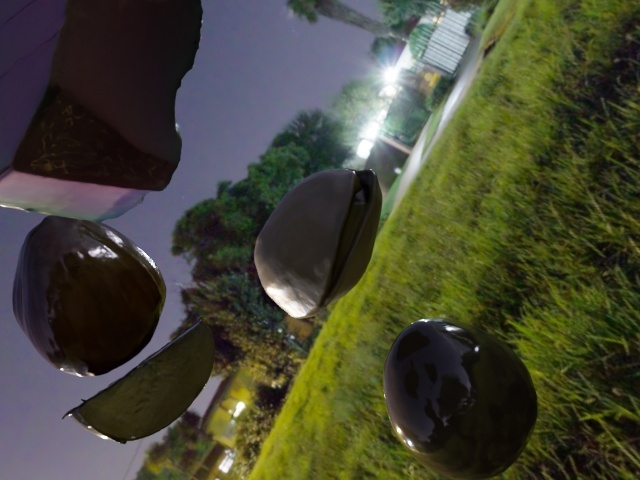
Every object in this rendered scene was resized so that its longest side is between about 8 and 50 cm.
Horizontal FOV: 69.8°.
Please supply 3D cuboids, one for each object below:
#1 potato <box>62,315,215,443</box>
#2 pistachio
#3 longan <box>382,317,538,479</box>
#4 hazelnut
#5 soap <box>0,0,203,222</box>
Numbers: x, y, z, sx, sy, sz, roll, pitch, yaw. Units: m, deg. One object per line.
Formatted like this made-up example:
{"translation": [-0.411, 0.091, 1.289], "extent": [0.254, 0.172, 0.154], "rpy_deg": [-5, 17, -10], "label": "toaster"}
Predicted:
{"translation": [-0.247, 0.219, 0.653], "extent": [0.138, 0.098, 0.243], "rpy_deg": [-35, 0, 33], "label": "potato"}
{"translation": [0.000, 0.000, 0.829], "extent": [0.332, 0.207, 0.226], "rpy_deg": [-58, 27, 32], "label": "pistachio"}
{"translation": [0.223, 0.259, 0.771], "extent": [0.258, 0.258, 0.258], "rpy_deg": [-58, -7, -11], "label": "longan"}
{"translation": [-0.301, 0.066, 0.613], "extent": [0.210, 0.186, 0.210], "rpy_deg": [-26, 57, 48], "label": "hazelnut"}
{"translation": [-0.200, -0.185, 0.361], "extent": [0.193, 0.324, 0.109], "rpy_deg": [-24, -17, 22], "label": "soap"}
